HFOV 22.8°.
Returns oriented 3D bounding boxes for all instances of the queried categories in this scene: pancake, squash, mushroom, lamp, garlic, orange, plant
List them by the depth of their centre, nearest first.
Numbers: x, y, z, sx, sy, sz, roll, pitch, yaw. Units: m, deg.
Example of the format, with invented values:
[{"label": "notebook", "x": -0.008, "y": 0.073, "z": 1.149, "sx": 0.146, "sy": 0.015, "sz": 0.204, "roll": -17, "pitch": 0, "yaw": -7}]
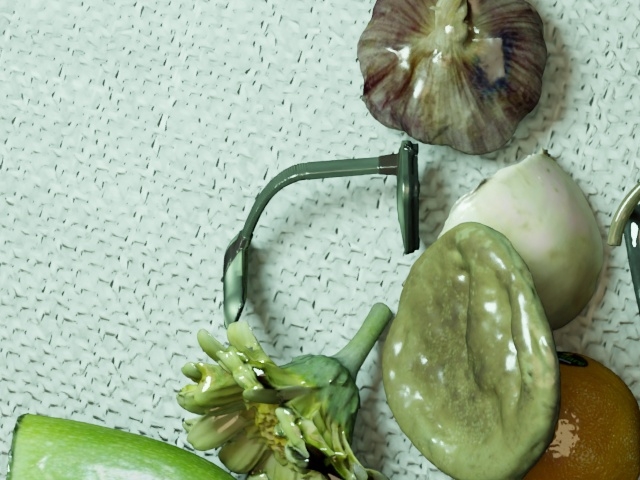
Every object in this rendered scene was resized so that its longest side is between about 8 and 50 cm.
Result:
[{"label": "pancake", "x": 0.161, "y": 0.133, "z": 1.742, "sx": 0.294, "sy": 0.049, "sz": 0.294, "roll": -2, "pitch": 88, "yaw": 54}, {"label": "orange", "x": 0.266, "y": 0.221, "z": 1.802, "sx": 0.206, "sy": 0.206, "sz": 0.206, "roll": -2, "pitch": 83, "yaw": 14}, {"label": "plant", "x": 0.005, "y": 0.214, "z": 1.840, "sx": 0.297, "sy": 0.306, "sz": 0.261, "roll": -22, "pitch": 47, "yaw": -16}, {"label": "mushroom", "x": 0.225, "y": 0.025, "z": 1.849, "sx": 0.236, "sy": 0.162, "sz": 0.173, "roll": -43, "pitch": 74, "yaw": 8}, {"label": "squash", "x": -0.200, "y": 0.346, "z": 1.876, "sx": 0.309, "sy": 0.310, "sz": 0.310, "roll": -4, "pitch": 82, "yaw": -2}, {"label": "lamp", "x": -0.004, "y": -0.005, "z": 1.885, "sx": 0.283, "sy": 0.124, "sz": 0.203, "roll": -16, "pitch": 35, "yaw": 11}, {"label": "garlic", "x": 0.154, "y": -0.221, "z": 1.896, "sx": 0.245, "sy": 0.160, "sz": 0.245, "roll": -2, "pitch": 83, "yaw": 14}]

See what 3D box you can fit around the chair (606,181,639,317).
[{"label": "chair", "x": 0.421, "y": 0.012, "z": 1.745, "sx": 0.188, "sy": 0.272, "sz": 0.166, "roll": -14, "pitch": 80, "yaw": 13}]
